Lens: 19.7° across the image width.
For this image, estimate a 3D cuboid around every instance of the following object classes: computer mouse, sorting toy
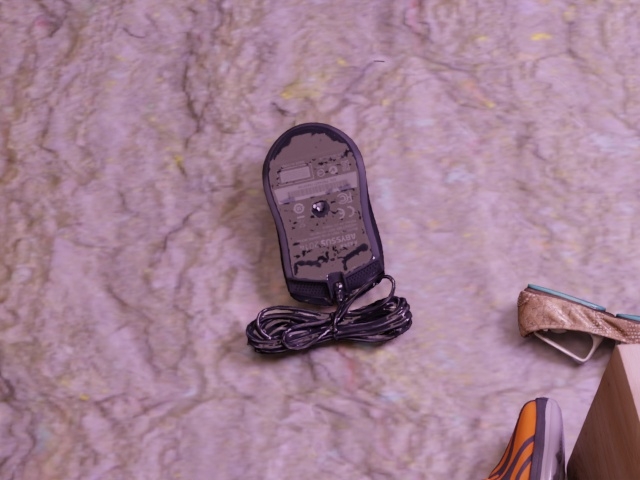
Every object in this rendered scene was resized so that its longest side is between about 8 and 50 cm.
[{"bbox_3d":[0.000,0.000,2.090,0.188,0.072,0.272,-8,70,5],"label":"computer mouse"},{"bbox_3d":[0.327,0.267,1.743,0.089,0.255,0.257,-5,56,-9],"label":"sorting toy"}]

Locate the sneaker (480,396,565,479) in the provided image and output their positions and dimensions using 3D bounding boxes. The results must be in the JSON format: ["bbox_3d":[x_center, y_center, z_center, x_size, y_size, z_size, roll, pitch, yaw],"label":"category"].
[{"bbox_3d":[0.142,0.295,1.835,0.180,0.125,0.321,7,61,16],"label":"sneaker"}]

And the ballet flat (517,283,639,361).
[{"bbox_3d":[0.306,0.101,1.963,0.206,0.073,0.067,14,90,23],"label":"ballet flat"}]
